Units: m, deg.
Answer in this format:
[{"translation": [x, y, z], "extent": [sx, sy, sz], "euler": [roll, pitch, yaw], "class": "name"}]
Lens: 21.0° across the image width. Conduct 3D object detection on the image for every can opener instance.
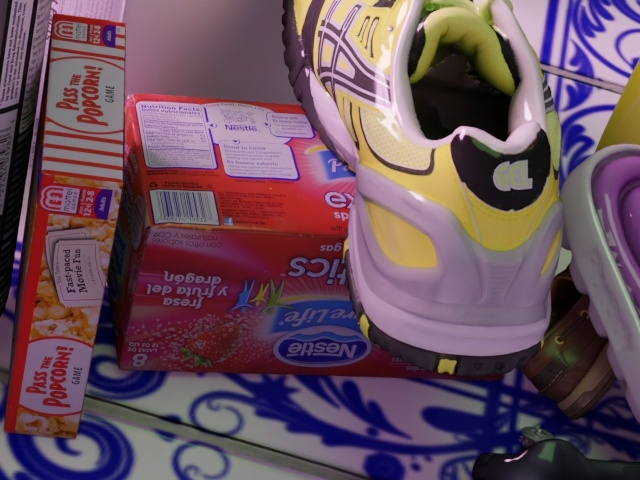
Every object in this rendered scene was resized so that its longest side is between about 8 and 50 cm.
[{"translation": [0.177, 0.147, 1.026], "extent": [0.186, 0.073, 0.059], "euler": [2, 2, -21], "class": "can opener"}]

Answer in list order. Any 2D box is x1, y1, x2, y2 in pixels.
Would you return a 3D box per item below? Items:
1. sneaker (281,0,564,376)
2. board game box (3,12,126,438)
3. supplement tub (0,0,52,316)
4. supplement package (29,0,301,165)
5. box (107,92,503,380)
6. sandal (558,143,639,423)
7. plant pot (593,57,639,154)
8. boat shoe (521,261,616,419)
[{"translation": [0.071, -0.099, 1.001], "extent": [0.145, 0.147, 0.385], "euler": [1, 41, -17], "class": "sneaker"}, {"translation": [-0.144, -0.007, 0.977], "extent": [0.045, 0.193, 0.147], "euler": [7, 40, -11], "class": "board game box"}, {"translation": [-0.247, -0.104, 0.936], "extent": [0.193, 0.316, 0.193], "euler": [10, 22, -4], "class": "supplement tub"}, {"translation": [-0.099, -0.179, 1.186], "extent": [0.145, 0.204, 0.262], "euler": [37, 43, 23], "class": "supplement package"}, {"translation": [0.000, 0.000, 1.073], "extent": [0.257, 0.123, 0.128], "euler": [2, 42, -17], "class": "box"}, {"translation": [0.276, 0.104, 0.997], "extent": [0.169, 0.102, 0.416], "euler": [-19, 66, -37], "class": "sandal"}, {"translation": [0.346, -0.045, 1.175], "extent": [0.227, 0.228, 0.207], "euler": [-1, 50, -20], "class": "plant pot"}, {"translation": [0.180, 0.036, 1.120], "extent": [0.060, 0.064, 0.178], "euler": [36, 50, -1], "class": "boat shoe"}]
